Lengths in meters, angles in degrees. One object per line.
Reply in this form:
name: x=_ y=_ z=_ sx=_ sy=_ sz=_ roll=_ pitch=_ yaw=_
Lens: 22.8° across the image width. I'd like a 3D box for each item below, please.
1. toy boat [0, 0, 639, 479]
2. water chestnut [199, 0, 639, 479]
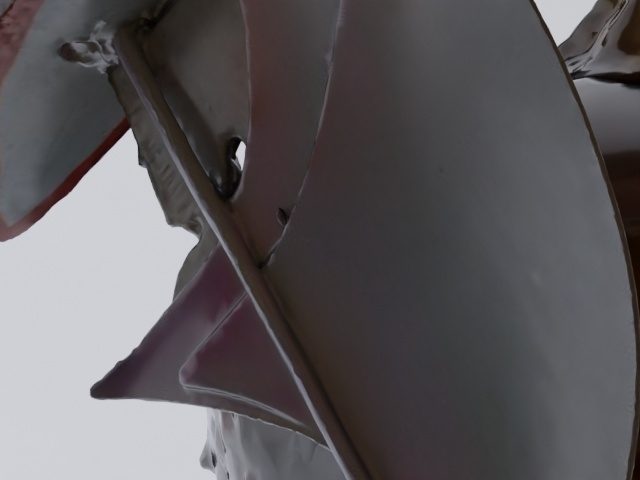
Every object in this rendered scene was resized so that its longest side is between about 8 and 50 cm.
toy boat: x=0.004 y=-0.029 z=0.379 sx=0.072 sy=0.219 sz=0.318 roll=0 pitch=-149 yaw=-44
water chestnut: x=0.121 y=0.020 z=0.570 sx=0.350 sy=0.350 sz=0.302 roll=-6 pitch=-81 yaw=-17
